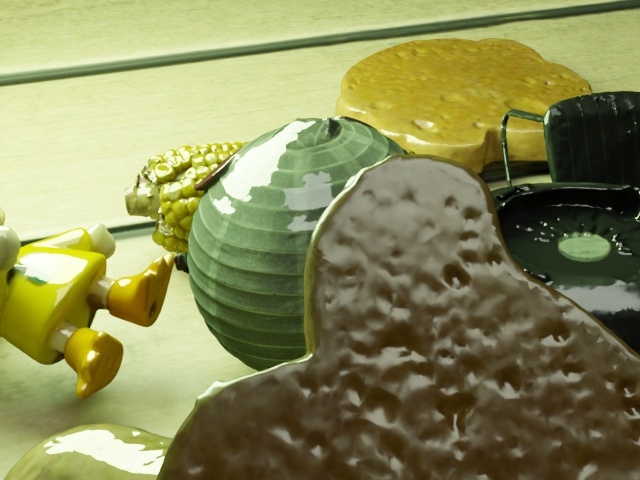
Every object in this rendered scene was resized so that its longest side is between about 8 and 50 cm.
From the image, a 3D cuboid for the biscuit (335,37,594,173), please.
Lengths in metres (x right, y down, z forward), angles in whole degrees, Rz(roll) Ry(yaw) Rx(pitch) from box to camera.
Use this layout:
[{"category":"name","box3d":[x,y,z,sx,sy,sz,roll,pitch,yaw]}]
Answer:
[{"category":"biscuit","box3d":[0.179,-0.164,1.486,0.312,0.057,0.351,-18,34,-24]}]

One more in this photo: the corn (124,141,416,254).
[{"category":"corn","box3d":[-0.041,-0.050,1.256,0.322,0.119,0.119,-7,32,-11]}]

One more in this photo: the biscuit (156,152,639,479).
[{"category":"biscuit","box3d":[0.109,0.170,0.747,0.394,0.076,0.368,30,77,15]}]

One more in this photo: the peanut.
[{"category":"peanut","box3d":[-0.124,0.199,0.854,0.224,0.129,0.129,5,32,24]}]

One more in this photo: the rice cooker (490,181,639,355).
[{"category":"rice cooker","box3d":[0.191,0.084,0.933,0.267,0.224,0.267,-2,32,1]}]

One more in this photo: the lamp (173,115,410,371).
[{"category":"lamp","box3d":[0.000,0.000,1.072,0.233,0.233,0.265,24,35,35]}]

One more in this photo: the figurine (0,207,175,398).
[{"category":"figurine","box3d":[-0.320,0.035,1.081,0.344,0.187,0.215,16,26,16]}]

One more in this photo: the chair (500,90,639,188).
[{"category":"chair","box3d":[0.271,-0.068,1.126,0.140,0.145,0.221,-6,-1,-9]}]
